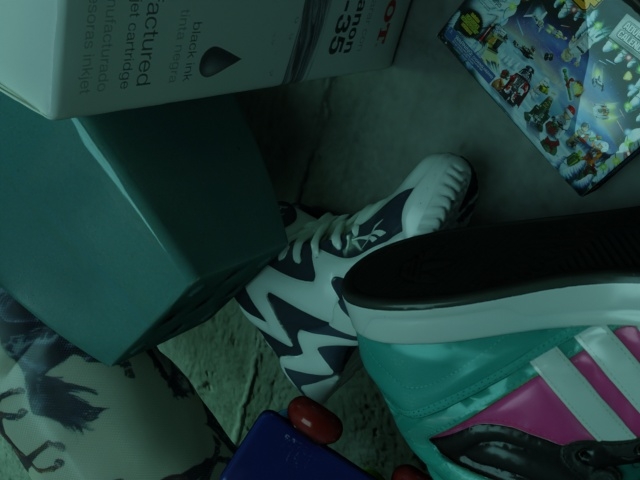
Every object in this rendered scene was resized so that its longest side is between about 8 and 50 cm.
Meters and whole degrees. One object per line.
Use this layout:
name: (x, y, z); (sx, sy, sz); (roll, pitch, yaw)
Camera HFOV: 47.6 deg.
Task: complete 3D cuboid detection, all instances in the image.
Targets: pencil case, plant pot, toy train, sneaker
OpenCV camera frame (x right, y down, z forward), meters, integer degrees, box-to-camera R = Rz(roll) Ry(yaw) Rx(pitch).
pencil case: (-0.194, 0.117, 0.617); (0.160, 0.183, 0.410); (-33, 95, -1)
plant pot: (-0.144, -0.050, 0.491); (0.166, 0.165, 0.234); (-43, 79, 31)
toy train: (0.045, 0.213, 0.545); (0.248, 0.143, 0.105); (33, 83, 0)
sneaker: (0.000, 0.000, 0.527); (0.153, 0.094, 0.235); (40, 137, 14)
sneaker: (0.169, 0.084, 0.385); (0.296, 0.124, 0.178); (-4, 115, 22)

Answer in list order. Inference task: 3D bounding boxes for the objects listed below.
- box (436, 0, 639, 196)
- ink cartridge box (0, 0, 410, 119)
box: (0.142, -0.106, 0.417); (0.137, 0.027, 0.094); (53, 129, 15)
ink cartridge box: (-0.047, -0.195, 0.381); (0.117, 0.283, 0.207); (31, 122, 25)
